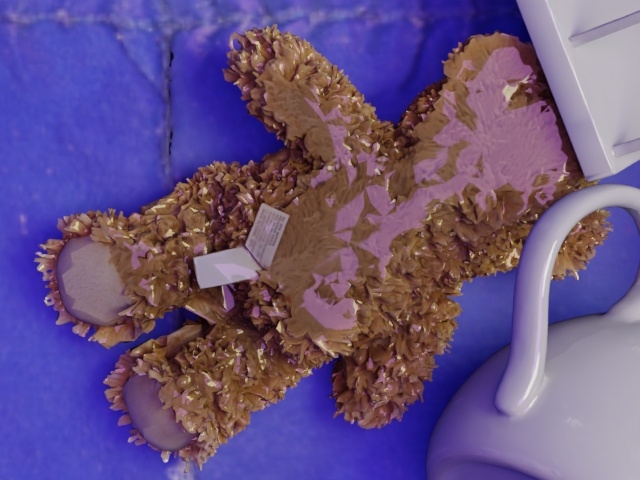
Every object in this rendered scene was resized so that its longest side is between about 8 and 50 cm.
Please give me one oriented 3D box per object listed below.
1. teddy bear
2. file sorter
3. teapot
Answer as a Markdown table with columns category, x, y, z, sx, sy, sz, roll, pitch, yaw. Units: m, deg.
| category | x | y | z | sx | sy | sz | roll | pitch | yaw |
| --- | --- | --- | --- | --- | --- | --- | --- | --- | --- |
| teddy bear | 0.000 | 0.000 | 0.960 | 0.338 | 0.113 | 0.245 | -44 | 90 | 6 |
| file sorter | 0.210 | -0.207 | 0.884 | 0.173 | 0.193 | 0.277 | -19 | 96 | 39 |
| teapot | 0.195 | 0.123 | 0.922 | 0.252 | 0.256 | 0.187 | 36 | 66 | 12 |
